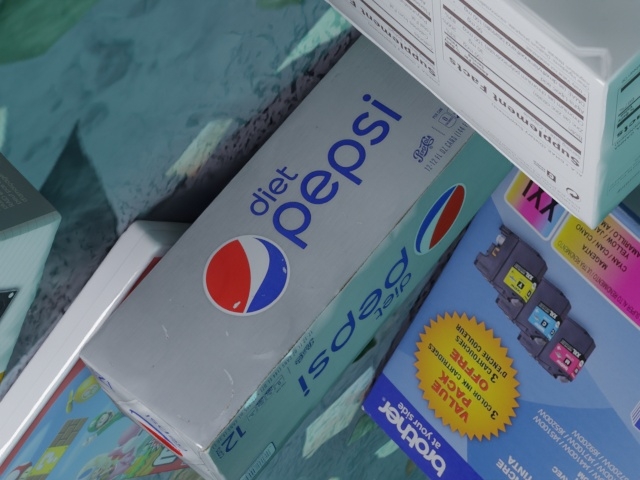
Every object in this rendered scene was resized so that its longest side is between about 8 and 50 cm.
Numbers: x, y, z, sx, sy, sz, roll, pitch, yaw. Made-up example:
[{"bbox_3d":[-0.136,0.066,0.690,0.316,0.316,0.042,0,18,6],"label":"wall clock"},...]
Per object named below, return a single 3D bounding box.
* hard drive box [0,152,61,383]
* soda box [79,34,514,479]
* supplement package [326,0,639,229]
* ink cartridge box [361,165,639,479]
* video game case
[{"bbox_3d":[-0.238,0.058,0.704,0.232,0.089,0.181,-24,149,-44],"label":"hard drive box"},{"bbox_3d":[0.000,0.000,0.989,0.286,0.098,0.091,-50,157,-15],"label":"soda box"},{"bbox_3d":[0.151,-0.180,0.850,0.262,0.204,0.145,-41,157,-14],"label":"supplement package"},{"bbox_3d":[0.211,0.117,1.416,0.151,0.270,0.395,-22,148,-44],"label":"ink cartridge box"},{"bbox_3d":[-0.091,0.075,1.108,0.204,0.025,0.285,-52,158,16],"label":"video game case"}]
